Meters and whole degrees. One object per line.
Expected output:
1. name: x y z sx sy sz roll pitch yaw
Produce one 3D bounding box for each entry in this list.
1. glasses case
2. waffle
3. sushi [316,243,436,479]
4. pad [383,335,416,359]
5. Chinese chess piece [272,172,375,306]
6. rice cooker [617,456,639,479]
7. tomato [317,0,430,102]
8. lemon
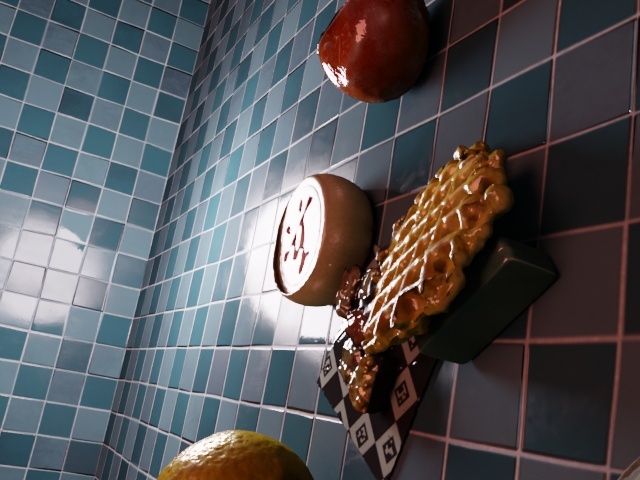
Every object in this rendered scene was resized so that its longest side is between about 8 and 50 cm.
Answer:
1. glasses case: 0.194 0.077 0.817 0.184 0.078 0.039 -55 27 35
2. waffle: 0.145 0.003 0.896 0.307 0.060 0.312 -55 8 20
3. sushi: 0.066 0.169 1.046 0.294 0.059 0.292 39 111 63
4. pad: 0.109 0.137 1.050 0.157 0.003 0.112 -51 32 40
5. Chinese chess piece: 0.000 0.000 1.251 0.250 0.103 0.249 -43 40 50
6. rice cooker: 0.287 0.226 0.344 0.227 0.241 0.280 -172 64 -70
7. tomato: 0.108 -0.327 1.187 0.214 0.181 0.155 -52 49 52
8. lemon: -0.135 0.436 1.055 0.293 0.293 0.293 -44 38 47
